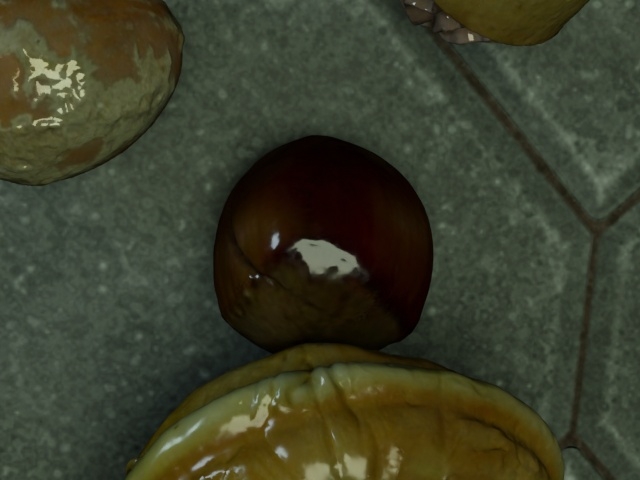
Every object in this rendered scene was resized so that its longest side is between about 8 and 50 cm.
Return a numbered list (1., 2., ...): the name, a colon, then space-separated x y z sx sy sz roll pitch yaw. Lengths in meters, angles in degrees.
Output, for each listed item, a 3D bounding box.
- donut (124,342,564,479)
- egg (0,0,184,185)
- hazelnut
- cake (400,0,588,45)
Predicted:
1. donut: 0.007 0.278 1.546 0.448 0.198 0.449 -9 130 -12
2. egg: -0.226 -0.143 1.469 0.233 0.195 0.195 -24 105 -7
3. hazelnut: 0.000 0.000 1.559 0.208 0.208 0.208 -2 102 -11
4. cake: 0.137 -0.256 1.542 0.185 0.178 0.208 -10 75 -41
